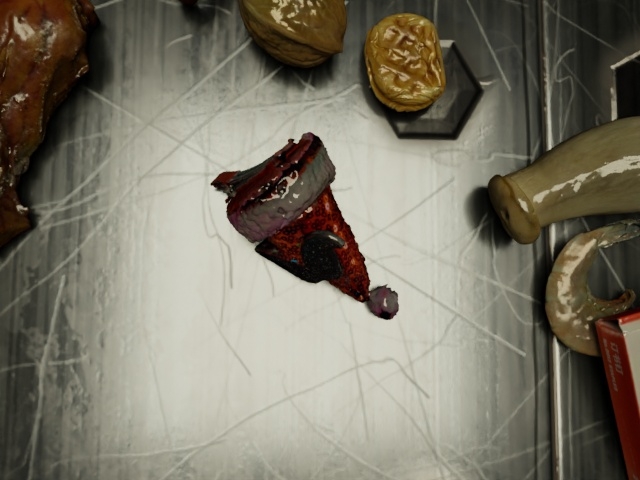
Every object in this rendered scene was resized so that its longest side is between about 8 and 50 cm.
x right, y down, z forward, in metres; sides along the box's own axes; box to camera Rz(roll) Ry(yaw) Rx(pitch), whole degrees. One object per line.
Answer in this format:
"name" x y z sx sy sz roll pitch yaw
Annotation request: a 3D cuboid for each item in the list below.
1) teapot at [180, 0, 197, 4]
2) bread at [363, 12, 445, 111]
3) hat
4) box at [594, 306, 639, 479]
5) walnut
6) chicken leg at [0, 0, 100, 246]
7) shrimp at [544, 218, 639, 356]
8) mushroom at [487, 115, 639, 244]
"teapot" -0.091 -0.368 0.604 0.178 0.135 0.252 24 103 -30
"bread" 0.091 -0.195 0.631 0.083 0.044 0.111 -11 84 -1
"hat" -0.003 0.003 0.590 0.140 0.129 0.227 -30 108 35
"box" 0.367 0.164 0.584 0.122 0.050 0.230 -16 100 -3
"walnut" -0.027 -0.236 0.599 0.124 0.105 0.105 34 84 0
"chicken leg" -0.310 -0.130 0.585 0.113 0.093 0.305 14 89 -15
"shrimp" 0.351 0.055 0.623 0.219 0.046 0.152 7 88 -2
"mushroom" 0.301 -0.070 0.607 0.246 0.096 0.108 -13 86 0
